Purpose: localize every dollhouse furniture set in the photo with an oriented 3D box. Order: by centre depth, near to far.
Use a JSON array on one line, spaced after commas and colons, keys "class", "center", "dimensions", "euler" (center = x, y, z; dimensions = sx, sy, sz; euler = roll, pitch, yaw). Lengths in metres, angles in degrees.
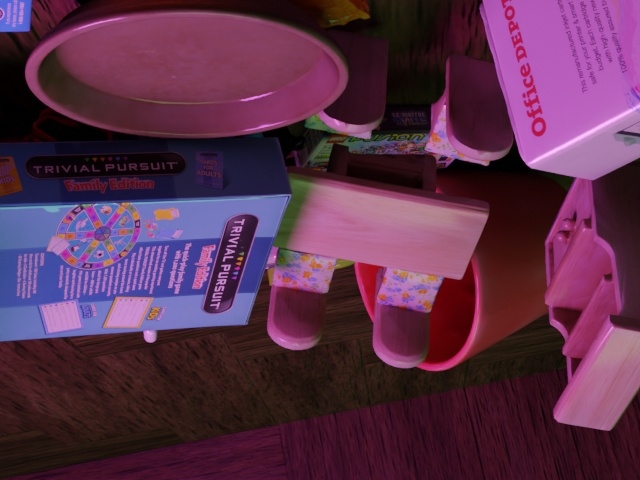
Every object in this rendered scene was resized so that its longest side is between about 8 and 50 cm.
[{"class": "dollhouse furniture set", "center": [0.145, 0.024, 1.290], "dimensions": [0.394, 0.256, 0.362], "euler": [10, 137, -5]}]

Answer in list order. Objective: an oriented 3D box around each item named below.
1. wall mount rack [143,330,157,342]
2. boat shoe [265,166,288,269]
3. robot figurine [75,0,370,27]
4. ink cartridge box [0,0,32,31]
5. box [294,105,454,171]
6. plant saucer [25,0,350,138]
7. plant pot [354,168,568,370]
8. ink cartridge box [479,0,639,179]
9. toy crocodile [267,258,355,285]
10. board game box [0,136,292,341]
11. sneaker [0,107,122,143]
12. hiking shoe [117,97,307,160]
[{"class": "wall mount rack", "center": [-0.306, 0.022, 1.413], "dimensions": [0.350, 0.130, 0.304], "euler": [-8, 143, -12]}, {"class": "boat shoe", "center": [-0.092, -0.011, 1.613], "dimensions": [0.341, 0.127, 0.158], "euler": [-11, 169, 25]}, {"class": "robot figurine", "center": [-0.084, -0.235, 1.003], "dimensions": [0.211, 0.085, 0.291], "euler": [-19, 160, 21]}, {"class": "ink cartridge box", "center": [-0.321, -0.224, 0.898], "dimensions": [0.203, 0.085, 0.148], "euler": [-6, 160, -18]}, {"class": "box", "center": [0.082, -0.125, 1.480], "dimensions": [0.207, 0.036, 0.114], "euler": [-3, 159, -21]}, {"class": "plant saucer", "center": [-0.114, -0.153, 1.044], "dimensions": [0.278, 0.041, 0.278], "euler": [-3, 165, -1]}, {"class": "plant pot", "center": [0.218, 0.021, 1.664], "dimensions": [0.243, 0.274, 0.275], "euler": [-12, 165, -34]}, {"class": "ink cartridge box", "center": [0.306, -0.204, 1.125], "dimensions": [0.117, 0.201, 0.278], "euler": [8, 153, -43]}, {"class": "toy crocodile", "center": [0.000, 0.000, 1.679], "dimensions": [0.105, 0.115, 0.340], "euler": [-7, 164, -28]}, {"class": "board game box", "center": [-0.222, 0.003, 1.239], "dimensions": [0.336, 0.079, 0.253], "euler": [-3, 147, -18]}, {"class": "sneaker", "center": [-0.305, -0.101, 1.265], "dimensions": [0.221, 0.087, 0.128], "euler": [-3, 153, 10]}, {"class": "hiking shoe", "center": [-0.137, -0.137, 1.274], "dimensions": [0.132, 0.113, 0.304], "euler": [-45, 148, 4]}]
